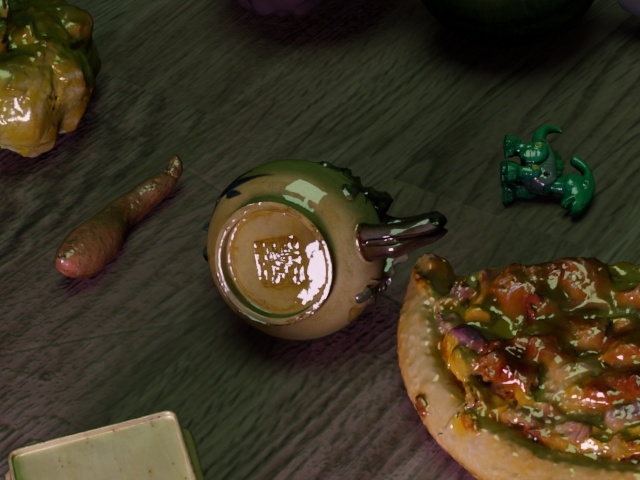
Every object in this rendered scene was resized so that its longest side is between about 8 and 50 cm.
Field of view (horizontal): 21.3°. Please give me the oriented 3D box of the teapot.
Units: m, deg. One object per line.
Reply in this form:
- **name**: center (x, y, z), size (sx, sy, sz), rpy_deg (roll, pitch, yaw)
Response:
- **teapot**: center (0.000, 0.000, 1.631), size (0.269, 0.173, 0.182), rpy_deg (-10, 9, 23)

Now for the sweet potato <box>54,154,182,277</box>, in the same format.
- **sweet potato**: center (-0.209, -0.022, 1.777), size (0.050, 0.050, 0.214), rpy_deg (15, 38, 25)

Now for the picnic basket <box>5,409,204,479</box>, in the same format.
- **picnic basket**: center (-0.177, 0.221, 1.426), size (0.164, 0.079, 0.115), rpy_deg (-12, 39, -7)

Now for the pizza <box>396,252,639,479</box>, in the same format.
- **pizza**: center (0.223, 0.118, 1.490), size (0.277, 0.114, 0.409), rpy_deg (-23, 43, -13)

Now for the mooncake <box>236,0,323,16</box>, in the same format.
- **mooncake**: center (-0.002, -0.389, 2.093), size (0.283, 0.141, 0.283), rpy_deg (-27, 29, 16)

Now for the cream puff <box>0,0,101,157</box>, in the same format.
- **cream puff**: center (-0.383, -0.214, 1.940), size (0.282, 0.185, 0.282), rpy_deg (-2, 35, 1)

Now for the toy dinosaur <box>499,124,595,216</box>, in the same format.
- **toy dinosaur**: center (0.238, -0.075, 1.783), size (0.096, 0.059, 0.132), rpy_deg (4, 46, 0)

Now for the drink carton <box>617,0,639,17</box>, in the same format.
- **drink carton**: center (0.445, -0.295, 1.947), size (0.191, 0.185, 0.189), rpy_deg (-7, 21, -23)

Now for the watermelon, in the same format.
- **watermelon**: center (0.222, -0.342, 1.980), size (0.242, 0.242, 0.242), rpy_deg (-4, 37, 3)
